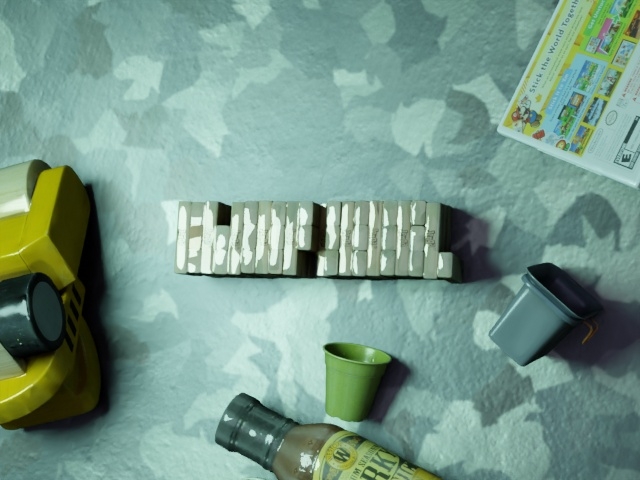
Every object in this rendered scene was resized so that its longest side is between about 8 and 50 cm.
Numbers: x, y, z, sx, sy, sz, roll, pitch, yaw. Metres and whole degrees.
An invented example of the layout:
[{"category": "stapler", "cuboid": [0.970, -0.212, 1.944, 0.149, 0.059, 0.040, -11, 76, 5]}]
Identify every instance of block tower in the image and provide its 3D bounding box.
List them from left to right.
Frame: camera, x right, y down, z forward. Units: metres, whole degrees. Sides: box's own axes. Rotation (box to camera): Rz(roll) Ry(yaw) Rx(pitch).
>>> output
[{"category": "block tower", "cuboid": [0.000, 0.000, 1.684, 0.335, 0.091, 0.097, 2, 86, 15]}]

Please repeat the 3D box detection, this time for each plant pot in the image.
[{"category": "plant pot", "cuboid": [0.037, 0.170, 1.670, 0.083, 0.083, 0.079, 13, 100, 16]}]

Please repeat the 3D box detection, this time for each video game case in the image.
[{"category": "video game case", "cuboid": [0.330, -0.191, 1.604, 0.206, 0.026, 0.227, 28, 93, 40]}]

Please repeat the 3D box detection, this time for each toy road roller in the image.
[{"category": "toy road roller", "cuboid": [-0.379, 0.086, 1.754, 0.202, 0.241, 0.329, -14, 44, 14]}]

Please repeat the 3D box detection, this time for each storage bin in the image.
[{"category": "storage bin", "cuboid": [0.253, 0.091, 1.590, 0.098, 0.135, 0.091, 43, 108, 15]}]

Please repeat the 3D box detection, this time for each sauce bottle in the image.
[{"category": "sauce bottle", "cuboid": [0.037, 0.284, 1.636, 0.344, 0.111, 0.111, 24, 92, 16]}]

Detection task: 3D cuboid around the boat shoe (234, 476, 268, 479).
[{"category": "boat shoe", "cuboid": [-0.188, 0.377, 1.694, 0.305, 0.091, 0.109, -32, 64, 9]}]
